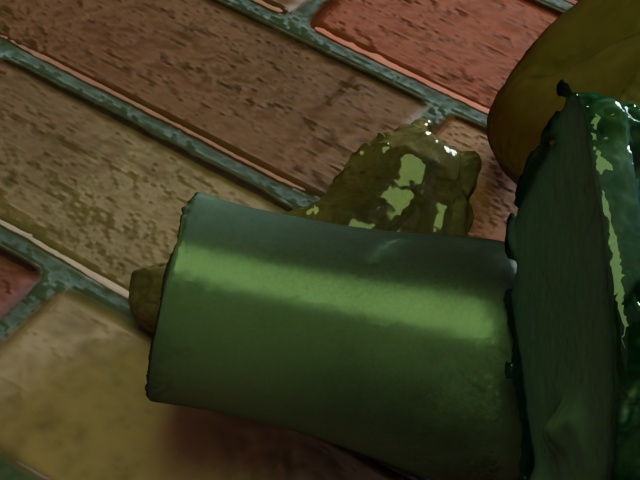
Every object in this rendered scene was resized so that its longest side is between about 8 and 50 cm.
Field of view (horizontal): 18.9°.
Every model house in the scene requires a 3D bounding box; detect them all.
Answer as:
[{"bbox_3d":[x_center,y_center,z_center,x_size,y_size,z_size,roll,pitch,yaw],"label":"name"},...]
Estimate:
[{"bbox_3d":[0.149,0.031,0.674,0.149,0.119,0.148,-1,61,-13],"label":"model house"}]

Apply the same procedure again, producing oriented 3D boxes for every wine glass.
[{"bbox_3d":[0.050,0.046,0.775,0.231,0.103,0.103,12,48,2],"label":"wine glass"}]

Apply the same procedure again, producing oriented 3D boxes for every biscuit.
[{"bbox_3d":[0.197,-0.127,0.874,0.299,0.045,0.154,-40,23,12],"label":"biscuit"}]

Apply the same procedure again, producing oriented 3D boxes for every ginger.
[{"bbox_3d":[0.001,0.003,0.859,0.173,0.051,0.069,-26,65,-23],"label":"ginger"}]
